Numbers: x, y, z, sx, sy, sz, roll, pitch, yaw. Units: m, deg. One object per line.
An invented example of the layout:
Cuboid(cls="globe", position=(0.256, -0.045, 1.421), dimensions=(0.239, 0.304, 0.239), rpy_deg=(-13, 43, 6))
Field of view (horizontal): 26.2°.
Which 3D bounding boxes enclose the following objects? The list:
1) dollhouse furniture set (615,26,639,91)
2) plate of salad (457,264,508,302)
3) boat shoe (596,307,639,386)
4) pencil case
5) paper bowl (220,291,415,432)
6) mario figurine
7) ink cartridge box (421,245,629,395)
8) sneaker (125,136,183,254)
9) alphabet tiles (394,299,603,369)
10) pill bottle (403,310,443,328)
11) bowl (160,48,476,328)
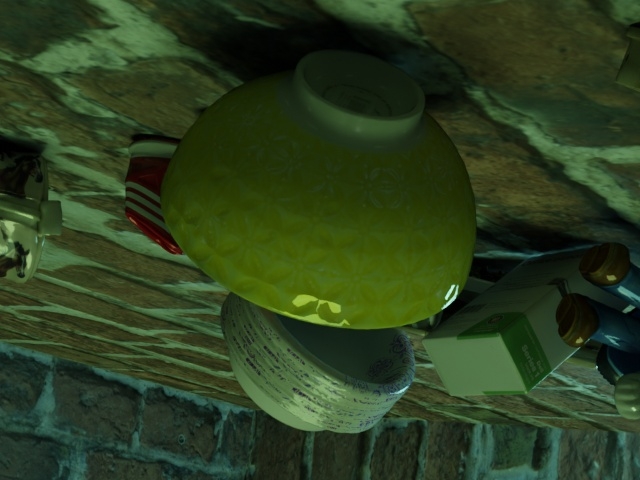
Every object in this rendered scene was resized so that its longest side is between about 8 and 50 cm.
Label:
Cuboid(cls="dollhouse furniture set", position=(0.354, -0.130, 1.059), dimensions=(0.182, 0.101, 0.161), rpy_deg=(15, -171, -32))
Cuboid(cls="plate of salad", position=(0.251, 0.068, 1.994), dimensions=(0.200, 0.048, 0.200), rpy_deg=(17, 171, 3))
Cuboid(cls="boat shoe", position=(0.434, 0.130, 1.780), dimensions=(0.258, 0.109, 0.089), rpy_deg=(-22, 169, -41))
Cuboid(cls="pencil case", position=(-0.515, -0.062, 1.612), dimensions=(0.410, 0.160, 0.183), rpy_deg=(12, -179, -20))
Cuboid(cls="paper bowl", position=(-0.017, 0.158, 1.964), dimensions=(0.284, 0.284, 0.148), rpy_deg=(17, 124, -37))
Cuboid(cls="mario figurine", position=(0.453, 0.119, 1.620), dimensions=(0.320, 0.170, 0.198), rpy_deg=(22, 135, -10))
Cuboid(cls="ink cartridge box", position=(0.266, 0.104, 1.769), dimensions=(0.219, 0.093, 0.160), rpy_deg=(-33, -168, -31))
Cuboid(cls="sneaker", position=(-0.116, -0.037, 1.564), dimensions=(0.221, 0.128, 0.087), rpy_deg=(8, 167, -2))
Cuboid(cls="alphabet tiles", position=(0.250, 0.123, 1.994), dimensions=(0.342, 0.011, 0.285), rpy_deg=(13, -168, 20))
Cuboid(cls="pill bottle", position=(0.039, 0.043, 1.817), dimensions=(0.245, 0.130, 0.130), rpy_deg=(5, 167, 14))
Cuboid(cls="bowl", position=(0.015, -0.073, 1.203), dimensions=(0.289, 0.289, 0.156), rpy_deg=(10, 125, -10))
